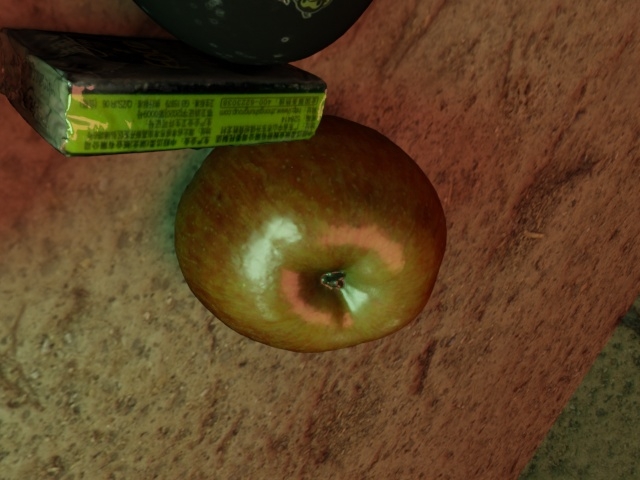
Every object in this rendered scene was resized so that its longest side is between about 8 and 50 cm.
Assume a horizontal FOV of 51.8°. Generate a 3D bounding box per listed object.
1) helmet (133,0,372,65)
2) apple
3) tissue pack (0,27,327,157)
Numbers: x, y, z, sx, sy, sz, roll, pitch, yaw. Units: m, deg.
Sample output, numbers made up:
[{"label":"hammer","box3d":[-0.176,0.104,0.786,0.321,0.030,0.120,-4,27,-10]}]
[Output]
[{"label":"helmet","box3d":[-0.082,-0.235,0.523,0.278,0.230,0.160,14,122,-34]},{"label":"apple","box3d":[0.000,0.000,0.762,0.309,0.250,0.277,-26,136,-22]},{"label":"tissue pack","box3d":[-0.138,-0.135,0.584,0.235,0.173,0.073,-9,120,-37]}]
